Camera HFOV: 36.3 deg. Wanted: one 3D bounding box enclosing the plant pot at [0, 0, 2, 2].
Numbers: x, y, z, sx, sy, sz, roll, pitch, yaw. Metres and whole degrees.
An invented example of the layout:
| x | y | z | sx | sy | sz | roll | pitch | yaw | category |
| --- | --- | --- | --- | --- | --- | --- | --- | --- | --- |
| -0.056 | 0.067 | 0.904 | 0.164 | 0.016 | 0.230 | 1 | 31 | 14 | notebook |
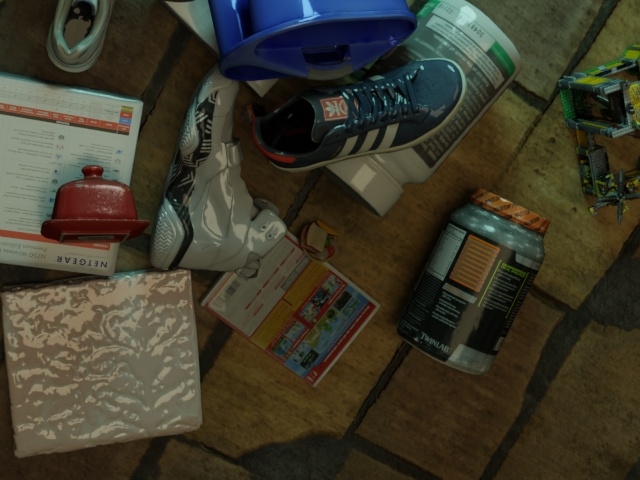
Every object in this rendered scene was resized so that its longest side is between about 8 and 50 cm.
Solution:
| x | y | z | sx | sy | sz | roll | pitch | yaw | category |
| --- | --- | --- | --- | --- | --- | --- | --- | --- | --- |
| -0.584 | -0.388 | 1.422 | 0.187 | 0.212 | 0.212 | -27 | 110 | -23 | plant pot |

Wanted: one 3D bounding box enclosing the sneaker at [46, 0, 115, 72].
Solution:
| x | y | z | sx | sy | sz | roll | pitch | yaw | category |
| --- | --- | --- | --- | --- | --- | --- | --- | --- | --- |
| -0.349 | -0.407 | 1.518 | 0.111 | 0.129 | 0.297 | 12 | 94 | -16 | sneaker |

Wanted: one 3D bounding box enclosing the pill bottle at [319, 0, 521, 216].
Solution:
| x | y | z | sx | sy | sz | roll | pitch | yaw | category |
| --- | --- | --- | --- | --- | --- | --- | --- | --- | --- |
| 0.159 | -0.229 | 1.687 | 0.204 | 0.204 | 0.361 | 41 | 89 | -22 | pill bottle |

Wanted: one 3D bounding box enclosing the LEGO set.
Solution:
| x | y | z | sx | sy | sz | roll | pitch | yaw | category |
| --- | --- | --- | --- | --- | --- | --- | --- | --- | --- |
| 0.602 | -0.208 | 1.837 | 0.255 | 0.192 | 0.331 | -11 | 107 | -14 | LEGO set |

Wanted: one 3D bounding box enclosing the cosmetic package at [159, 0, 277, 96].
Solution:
| x | y | z | sx | sy | sz | roll | pitch | yaw | category |
| --- | --- | --- | --- | --- | --- | --- | --- | --- | --- |
| -0.155 | -0.358 | 1.631 | 0.099 | 0.060 | 0.239 | -47 | 112 | -2 | cosmetic package |

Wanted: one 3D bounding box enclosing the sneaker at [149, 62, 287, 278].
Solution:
| x | y | z | sx | sy | sz | roll | pitch | yaw | category |
| --- | --- | --- | --- | --- | --- | --- | --- | --- | --- |
| -0.149 | -0.105 | 1.652 | 0.210 | 0.137 | 0.365 | 15 | 104 | -14 | sneaker |

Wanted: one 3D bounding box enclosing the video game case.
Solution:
| x | y | z | sx | sy | sz | roll | pitch | yaw | category |
| --- | --- | --- | --- | --- | --- | --- | --- | --- | --- |
| -0.053 | 0.117 | 1.805 | 0.285 | 0.025 | 0.204 | 39 | 90 | -22 | video game case |

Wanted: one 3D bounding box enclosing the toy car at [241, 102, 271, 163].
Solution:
| x | y | z | sx | sy | sz | roll | pitch | yaw | category |
| --- | --- | --- | --- | --- | --- | --- | --- | --- | --- |
| -0.105 | -0.181 | 1.698 | 0.041 | 0.060 | 0.122 | -15 | 103 | 20 | toy car |

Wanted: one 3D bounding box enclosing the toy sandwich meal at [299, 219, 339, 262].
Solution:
| x | y | z | sx | sy | sz | roll | pitch | yaw | category |
| --- | --- | --- | --- | --- | --- | --- | --- | --- | --- |
| 0.000 | 0.000 | 1.774 | 0.086 | 0.029 | 0.085 | 7 | 77 | -33 | toy sandwich meal |

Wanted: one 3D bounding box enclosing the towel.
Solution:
| x | y | z | sx | sy | sz | roll | pitch | yaw | category |
| --- | --- | --- | --- | --- | --- | --- | --- | --- | --- |
| -0.381 | 0.211 | 1.712 | 0.332 | 0.053 | 0.316 | -6 | 105 | -17 | towel |

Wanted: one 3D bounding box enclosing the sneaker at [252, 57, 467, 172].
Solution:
| x | y | z | sx | sy | sz | roll | pitch | yaw | category |
| --- | --- | --- | --- | --- | --- | --- | --- | --- | --- |
| 0.054 | -0.199 | 1.523 | 0.350 | 0.148 | 0.131 | -21 | 75 | 17 | sneaker |

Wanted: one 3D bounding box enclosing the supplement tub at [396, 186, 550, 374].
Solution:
| x | y | z | sx | sy | sz | roll | pitch | yaw | category |
| --- | --- | --- | --- | --- | --- | --- | --- | --- | --- |
| 0.288 | 0.073 | 1.811 | 0.194 | 0.193 | 0.315 | 24 | 96 | -21 | supplement tub |

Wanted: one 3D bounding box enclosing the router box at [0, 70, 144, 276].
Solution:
| x | y | z | sx | sy | sz | roll | pitch | yaw | category |
| --- | --- | --- | --- | --- | --- | --- | --- | --- | --- |
| -0.480 | -0.113 | 1.581 | 0.336 | 0.082 | 0.301 | 9 | 101 | -19 | router box |

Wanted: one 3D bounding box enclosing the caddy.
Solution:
| x | y | z | sx | sy | sz | roll | pitch | yaw | category |
| --- | --- | --- | --- | --- | --- | --- | --- | --- | --- |
| -0.010 | -0.335 | 1.528 | 0.341 | 0.241 | 0.179 | -13 | 83 | -37 | caddy |

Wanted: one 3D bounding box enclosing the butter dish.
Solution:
| x | y | z | sx | sy | sz | roll | pitch | yaw | category |
| --- | --- | --- | --- | --- | --- | --- | --- | --- | --- |
| -0.355 | -0.060 | 1.525 | 0.160 | 0.160 | 0.118 | -1 | 81 | -18 | butter dish |

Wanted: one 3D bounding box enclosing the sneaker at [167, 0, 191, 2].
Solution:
| x | y | z | sx | sy | sz | roll | pitch | yaw | category |
| --- | --- | --- | --- | --- | --- | --- | --- | --- | --- |
| -0.292 | -0.482 | 1.423 | 0.341 | 0.140 | 0.125 | 36 | 67 | -13 | sneaker |
